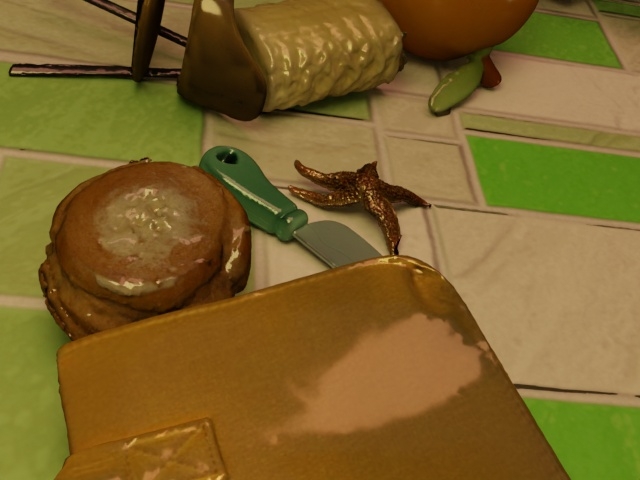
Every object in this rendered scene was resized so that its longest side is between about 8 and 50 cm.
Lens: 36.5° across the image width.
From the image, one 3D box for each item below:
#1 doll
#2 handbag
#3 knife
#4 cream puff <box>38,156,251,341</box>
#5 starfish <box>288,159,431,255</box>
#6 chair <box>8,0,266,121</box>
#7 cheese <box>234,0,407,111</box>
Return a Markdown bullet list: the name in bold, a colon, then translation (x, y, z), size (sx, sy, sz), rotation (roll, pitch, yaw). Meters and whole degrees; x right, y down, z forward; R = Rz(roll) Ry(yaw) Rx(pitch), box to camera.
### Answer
- **doll**: translation (0.155, -0.270, 1.092), size (0.213, 0.236, 0.213), rotation (-15, 7, 2)
- **handbag**: translation (0.005, 0.198, 0.533), size (0.282, 0.133, 0.401), rotation (-7, 46, -18)
- **knife**: translation (0.001, -0.001, 0.838), size (0.260, 0.035, 0.063), rotation (36, 38, 14)
- **cream puff**: translation (-0.123, 0.021, 0.702), size (0.165, 0.115, 0.150), rotation (-29, 59, -31)
- **starfish**: translation (0.050, -0.036, 0.879), size (0.133, 0.041, 0.130), rotation (-9, 47, -25)
- **chair**: translation (-0.166, -0.220, 0.926), size (0.246, 0.159, 0.173), rotation (10, 62, -10)
- **cheese**: translation (-0.009, -0.198, 1.009), size (0.167, 0.094, 0.123), rotation (-17, 59, -27)
